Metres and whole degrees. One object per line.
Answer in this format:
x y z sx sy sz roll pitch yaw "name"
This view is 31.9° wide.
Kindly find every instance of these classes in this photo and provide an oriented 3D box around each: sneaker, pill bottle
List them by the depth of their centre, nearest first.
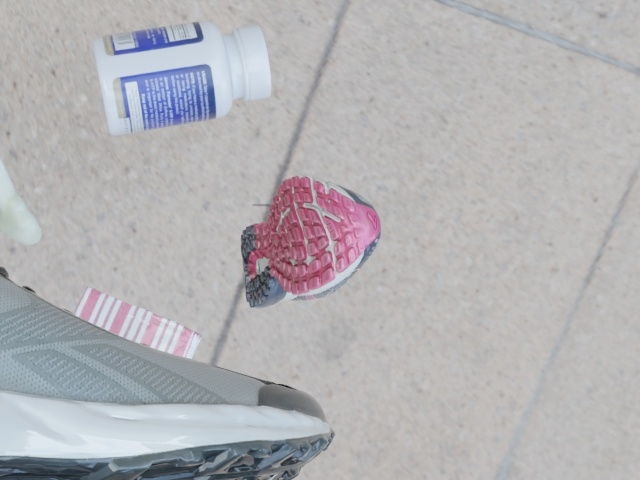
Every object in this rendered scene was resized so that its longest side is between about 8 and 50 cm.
-0.105 0.057 0.422 0.271 0.108 0.100 14 136 -39 "sneaker"
0.000 0.000 1.182 0.112 0.299 0.121 -5 84 -19 "sneaker"
-0.155 -0.187 1.256 0.187 0.112 0.112 -10 115 -9 "pill bottle"

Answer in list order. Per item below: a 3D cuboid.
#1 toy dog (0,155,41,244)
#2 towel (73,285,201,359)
-0.670 -0.062 1.545 0.408 0.395 0.284 -36 139 -30 "toy dog"
-0.292 0.169 1.678 0.197 0.029 0.144 22 84 11 "towel"
